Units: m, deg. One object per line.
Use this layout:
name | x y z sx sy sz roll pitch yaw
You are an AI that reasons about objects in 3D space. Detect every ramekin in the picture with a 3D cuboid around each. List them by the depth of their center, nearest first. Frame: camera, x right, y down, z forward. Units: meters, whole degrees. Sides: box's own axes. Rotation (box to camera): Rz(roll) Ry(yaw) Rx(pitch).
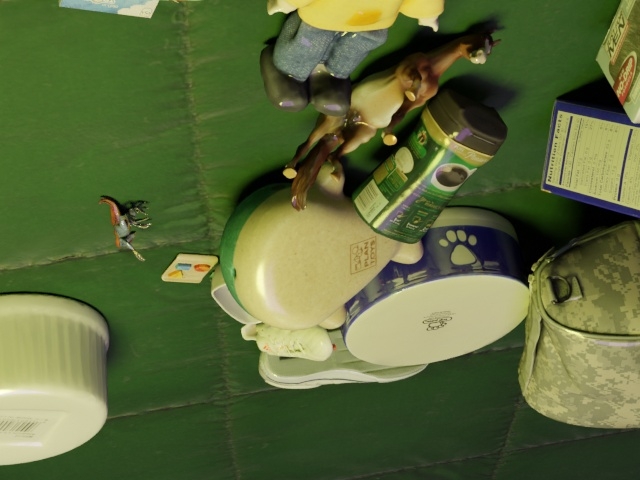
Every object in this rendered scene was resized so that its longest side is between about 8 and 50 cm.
ramekin | -0.412 0.193 1.840 0.277 0.135 0.277 -10 151 -6

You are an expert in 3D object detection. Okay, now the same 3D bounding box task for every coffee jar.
coffee jar | 0.125 -0.086 1.577 0.096 0.079 0.184 18 124 -40

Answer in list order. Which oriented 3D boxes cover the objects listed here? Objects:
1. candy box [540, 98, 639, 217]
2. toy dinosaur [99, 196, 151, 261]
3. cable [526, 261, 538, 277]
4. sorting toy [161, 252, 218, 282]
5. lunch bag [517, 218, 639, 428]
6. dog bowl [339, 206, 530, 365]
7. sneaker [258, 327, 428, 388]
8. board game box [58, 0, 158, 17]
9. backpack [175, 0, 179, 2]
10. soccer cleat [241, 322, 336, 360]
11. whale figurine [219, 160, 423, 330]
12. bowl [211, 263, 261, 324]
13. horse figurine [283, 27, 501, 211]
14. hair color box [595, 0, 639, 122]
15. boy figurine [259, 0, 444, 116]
candy box | 0.451 -0.068 1.560 0.268 0.122 0.317 6 -170 -31
toy dinosaur | -0.234 -0.019 1.654 0.090 0.047 0.082 38 142 -14
cable | 0.431 0.009 1.963 0.287 0.072 0.139 -12 171 24
sorting toy | -0.157 0.039 1.794 0.083 0.012 0.062 5 147 -28
lunch bag | 0.394 0.116 1.827 0.256 0.212 0.305 -10 148 -4
dog bowl | 0.148 0.067 1.871 0.265 0.104 0.265 -9 151 -5
sneaker | 0.031 0.169 2.043 0.258 0.094 0.091 0 167 -14
board game box | -0.185 -0.243 1.270 0.090 0.020 0.090 3 149 -26
backpack | -0.127 -0.267 1.156 0.182 0.115 0.152 3 150 -21
soccer cleat | -0.043 0.132 1.866 0.076 0.068 0.196 -21 -167 -21
whale figurine | 0.000 0.000 1.680 0.272 0.141 0.216 -18 117 -31
bowl | -0.064 0.048 1.806 0.142 0.053 0.142 -19 150 12
horse figurine | 0.057 -0.133 1.463 0.263 0.174 0.066 -33 106 35
hair color box | 0.500 -0.228 1.445 0.375 0.113 0.185 -3 137 -17
boy figurine | 0.046 -0.232 1.315 0.177 0.092 0.285 6 150 -25
